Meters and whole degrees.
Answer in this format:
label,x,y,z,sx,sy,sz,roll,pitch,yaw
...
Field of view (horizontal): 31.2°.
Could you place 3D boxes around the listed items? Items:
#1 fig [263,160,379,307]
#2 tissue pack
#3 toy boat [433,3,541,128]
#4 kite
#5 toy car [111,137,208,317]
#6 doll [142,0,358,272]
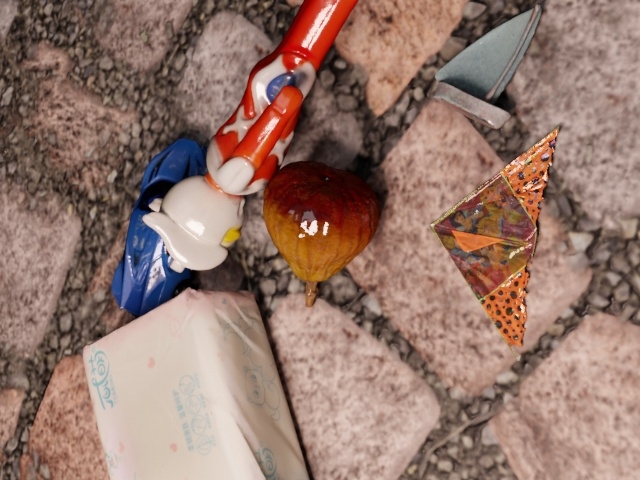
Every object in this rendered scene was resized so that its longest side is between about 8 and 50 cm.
label,x,y,z,sx,sy,sz,roll,pitch,yaw
fig,0.009,-0.010,1.171,0.119,0.153,0.119,-14,43,13
tissue pack,-0.132,0.208,1.217,0.201,0.124,0.271,-28,69,27
toy boat,0.167,-0.176,1.107,0.096,0.034,0.122,32,95,34
kite,0.156,-0.006,1.103,0.125,0.008,0.222,11,91,36
toy car,-0.179,-0.011,1.309,0.103,0.063,0.216,17,94,36
doll,-0.061,-0.125,1.189,0.099,0.188,0.384,33,107,-9
